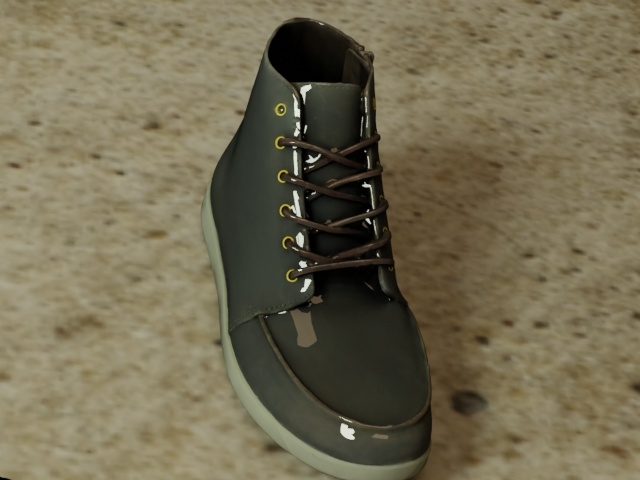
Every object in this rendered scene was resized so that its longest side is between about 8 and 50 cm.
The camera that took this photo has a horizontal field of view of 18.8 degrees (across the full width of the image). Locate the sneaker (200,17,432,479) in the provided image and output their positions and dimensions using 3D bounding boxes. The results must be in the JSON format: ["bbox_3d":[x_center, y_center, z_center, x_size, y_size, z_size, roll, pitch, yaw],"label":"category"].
[{"bbox_3d":[0.000,0.000,0.876,0.083,0.118,0.222,-3,41,-23],"label":"sneaker"}]

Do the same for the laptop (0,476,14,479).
[{"bbox_3d":[-0.205,0.183,0.662,0.264,0.136,0.234,22,30,-36],"label":"laptop"}]
